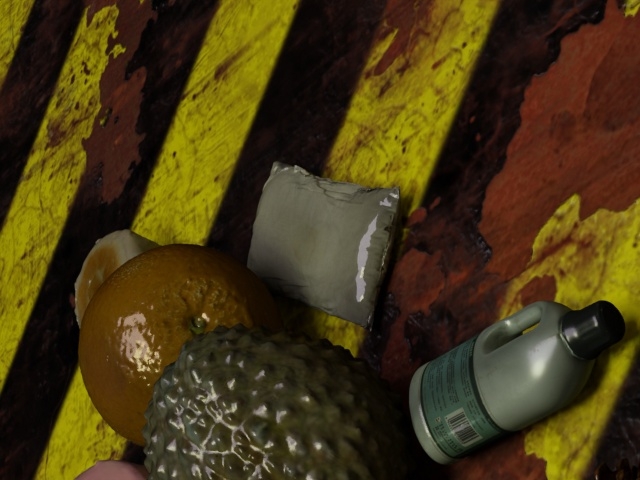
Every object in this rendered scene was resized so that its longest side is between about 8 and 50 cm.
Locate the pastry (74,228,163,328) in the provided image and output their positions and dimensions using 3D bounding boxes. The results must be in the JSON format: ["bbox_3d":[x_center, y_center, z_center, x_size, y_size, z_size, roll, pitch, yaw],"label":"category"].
[{"bbox_3d":[-0.230,0.067,2.094,0.166,0.088,0.166,-33,48,46],"label":"pastry"}]

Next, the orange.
[{"bbox_3d":[-0.143,0.111,1.836,0.236,0.236,0.236,-27,54,46],"label":"orange"}]

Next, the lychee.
[{"bbox_3d":[-0.040,0.205,1.632,0.255,0.274,0.255,-38,20,16],"label":"lychee"}]

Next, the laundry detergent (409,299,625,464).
[{"bbox_3d":[0.171,0.111,1.530,0.225,0.070,0.099,-36,42,42],"label":"laundry detergent"}]

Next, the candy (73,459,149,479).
[{"bbox_3d":[-0.226,0.360,1.949,0.255,0.094,0.255,-27,54,46],"label":"candy"}]

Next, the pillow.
[{"bbox_3d":[0.000,0.000,1.840,0.229,0.050,0.148,17,96,56],"label":"pillow"}]

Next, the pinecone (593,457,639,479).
[{"bbox_3d":[0.254,0.233,1.300,0.173,0.173,0.174,-27,54,46],"label":"pinecone"}]
